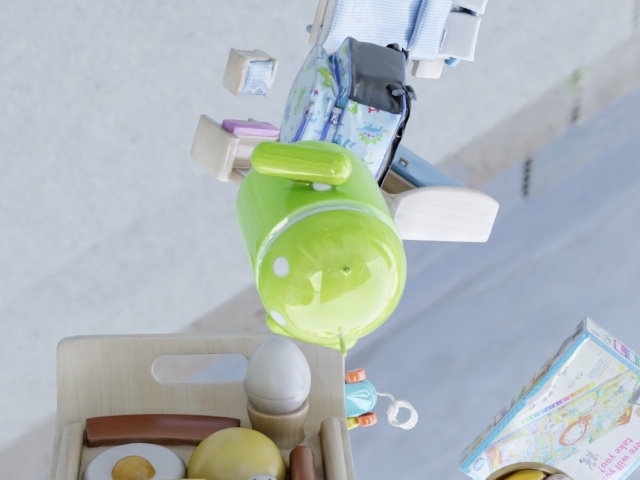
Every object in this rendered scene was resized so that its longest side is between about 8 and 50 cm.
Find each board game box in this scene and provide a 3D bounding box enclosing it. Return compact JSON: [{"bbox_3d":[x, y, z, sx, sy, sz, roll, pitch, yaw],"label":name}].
[{"bbox_3d":[0.193,0.146,1.315,0.103,0.026,0.154,37,112,-7],"label":"board game box"}]

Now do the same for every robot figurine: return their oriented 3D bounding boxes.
[{"bbox_3d":[0.000,0.000,0.762,0.067,0.115,0.101,-7,124,-9],"label":"robot figurine"}]

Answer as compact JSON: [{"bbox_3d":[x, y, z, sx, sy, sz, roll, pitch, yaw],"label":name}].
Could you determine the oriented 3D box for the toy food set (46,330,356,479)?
[{"bbox_3d":[-0.081,0.145,1.175,0.220,0.306,0.092,0,112,-3],"label":"toy food set"}]

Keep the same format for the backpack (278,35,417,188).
[{"bbox_3d":[0.014,-0.085,1.278,0.084,0.105,0.114,14,118,-9],"label":"backpack"}]

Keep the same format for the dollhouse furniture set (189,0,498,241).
[{"bbox_3d":[0.068,-0.179,1.738,0.286,0.198,0.303,2,113,-38],"label":"dollhouse furniture set"}]

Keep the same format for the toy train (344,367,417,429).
[{"bbox_3d":[0.024,0.208,1.767,0.166,0.125,0.046,-55,174,15],"label":"toy train"}]

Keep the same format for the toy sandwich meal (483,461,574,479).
[{"bbox_3d":[0.123,0.174,1.041,0.085,0.085,0.029,-42,177,6],"label":"toy sandwich meal"}]
